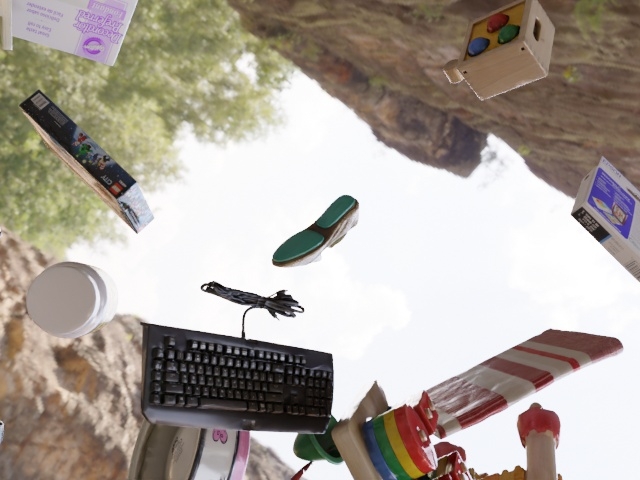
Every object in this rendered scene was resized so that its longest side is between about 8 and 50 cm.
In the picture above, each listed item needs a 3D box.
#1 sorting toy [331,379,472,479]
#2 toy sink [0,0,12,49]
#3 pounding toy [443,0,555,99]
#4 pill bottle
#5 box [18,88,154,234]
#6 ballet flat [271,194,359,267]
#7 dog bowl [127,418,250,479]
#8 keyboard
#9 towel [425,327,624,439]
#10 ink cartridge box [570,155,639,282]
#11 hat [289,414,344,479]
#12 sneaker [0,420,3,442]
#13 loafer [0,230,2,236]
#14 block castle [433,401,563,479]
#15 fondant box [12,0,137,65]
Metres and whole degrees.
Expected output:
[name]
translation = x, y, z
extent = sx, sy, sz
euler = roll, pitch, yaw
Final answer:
[sorting toy]
translation = 0.135, 0.316, 1.011
extent = 0.089, 0.257, 0.255
euler = -28, 177, 12
[toy sink]
translation = -0.594, -0.458, 1.285
extent = 0.152, 0.131, 0.234
euler = -120, -145, -46
[pounding toy]
translation = 0.291, -0.343, 1.334
extent = 0.206, 0.094, 0.181
euler = -15, -137, 41
[pill bottle]
translation = -0.388, 0.093, 1.202
extent = 0.119, 0.119, 0.208
euler = -57, -175, -7
[box]
translation = -0.379, -0.125, 1.254
extent = 0.044, 0.233, 0.159
euler = -44, 167, -15
[ballet flat]
translation = 0.000, 0.000, 1.370
extent = 0.206, 0.067, 0.073
euler = -39, -137, -23
[dog bowl]
translation = -0.316, 0.522, 1.841
extent = 0.408, 0.150, 0.408
euler = -41, -143, 41
[keyboard]
translation = -0.095, 0.145, 0.995
extent = 0.033, 0.317, 0.201
euler = -21, -116, 38
[towel]
translation = 0.309, 0.235, 1.276
extent = 0.329, 0.037, 0.237
euler = -24, -179, -9
[ink cartridge box]
translation = 0.558, -0.035, 1.397
extent = 0.045, 0.206, 0.208
euler = -45, -179, 41
[hat]
translation = -0.053, 0.559, 2.029
extent = 0.183, 0.173, 0.208
euler = -37, 170, 20
[sneaker]
translation = -0.497, 0.249, 1.047
extent = 0.283, 0.124, 0.107
euler = 166, -58, -70
[loafer]
translation = -0.674, -0.031, 1.476
extent = 0.045, 0.125, 0.039
euler = -60, 156, -62
[block castle]
translation = 0.441, 0.550, 1.542
extent = 0.303, 0.453, 0.213
euler = -30, -156, 29
[fondant box]
translation = -0.490, -0.552, 1.562
extent = 0.330, 0.238, 0.096
euler = -59, -143, 27
